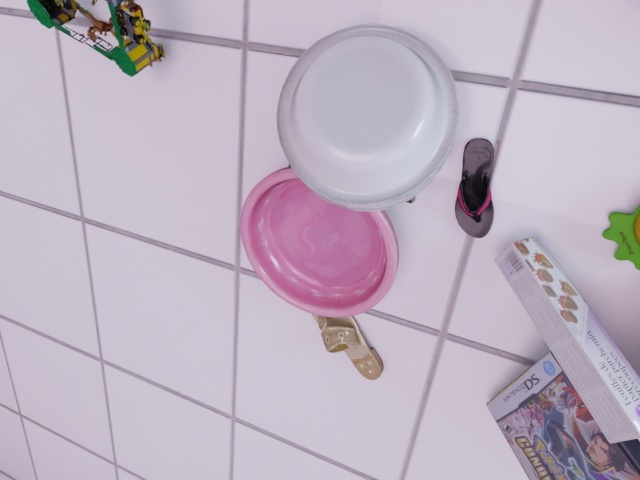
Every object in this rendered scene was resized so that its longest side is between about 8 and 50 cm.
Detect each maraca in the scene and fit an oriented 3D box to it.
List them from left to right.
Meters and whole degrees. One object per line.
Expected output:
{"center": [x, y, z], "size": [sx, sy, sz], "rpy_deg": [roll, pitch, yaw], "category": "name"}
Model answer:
{"center": [0.528, -0.014, 0.661], "size": [0.185, 0.099, 0.127], "rpy_deg": [-28, 90, 56], "category": "maraca"}

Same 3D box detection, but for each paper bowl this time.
{"center": [0.070, -0.195, 0.689], "size": [0.283, 0.148, 0.285], "rpy_deg": [-1, 86, 9], "category": "paper bowl"}

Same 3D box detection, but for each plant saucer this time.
{"center": [0.000, 0.000, 0.889], "size": [0.331, 0.084, 0.333], "rpy_deg": [12, 124, 19], "category": "plant saucer"}

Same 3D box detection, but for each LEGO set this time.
{"center": [-0.412, -0.502, 0.855], "size": [0.331, 0.192, 0.255], "rpy_deg": [27, 149, 15], "category": "LEGO set"}

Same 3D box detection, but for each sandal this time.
{"center": [0.049, 0.227, 0.982], "size": [0.088, 0.079, 0.240], "rpy_deg": [-38, 93, 31], "category": "sandal"}
{"center": [0.270, -0.086, 0.773], "size": [0.067, 0.040, 0.180], "rpy_deg": [3, 113, 23], "category": "sandal"}

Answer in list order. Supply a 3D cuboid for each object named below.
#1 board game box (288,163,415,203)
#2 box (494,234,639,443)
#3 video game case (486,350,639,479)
{"center": [0.060, -0.159, 0.844], "size": [0.259, 0.030, 0.136], "rpy_deg": [12, 118, 19], "category": "board game box"}
{"center": [0.397, 0.143, 0.699], "size": [0.067, 0.063, 0.324], "rpy_deg": [107, 144, -56], "category": "box"}
{"center": [0.427, 0.359, 0.759], "size": [0.248, 0.035, 0.275], "rpy_deg": [107, 148, -47], "category": "video game case"}
